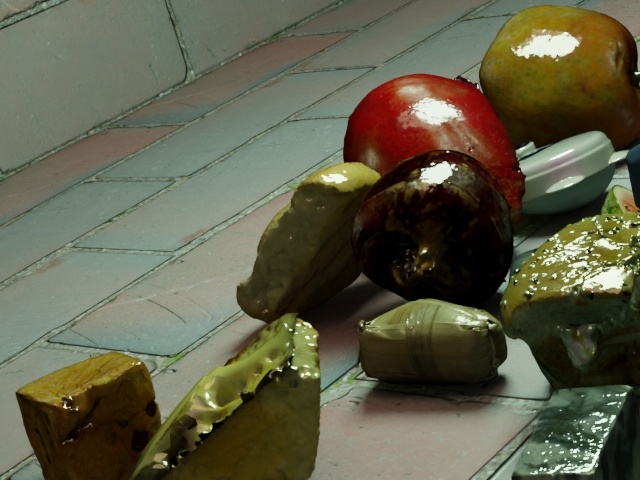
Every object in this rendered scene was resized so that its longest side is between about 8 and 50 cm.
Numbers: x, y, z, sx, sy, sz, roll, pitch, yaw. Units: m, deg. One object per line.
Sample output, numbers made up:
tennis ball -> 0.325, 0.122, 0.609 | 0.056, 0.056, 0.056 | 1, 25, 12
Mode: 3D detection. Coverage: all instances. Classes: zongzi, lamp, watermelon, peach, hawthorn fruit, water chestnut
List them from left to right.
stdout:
peach -> 0.152, -0.106, 2.214 | 0.201, 0.258, 0.362 | -7, 29, -22
water chestnut -> 0.149, -0.001, 1.989 | 0.223, 0.224, 0.238 | -10, 36, 21
zongzi -> 0.166, 0.116, 1.863 | 0.194, 0.099, 0.197 | 0, 14, 35
lamp -> 0.351, -0.094, 2.251 | 0.179, 0.108, 0.246 | -22, 10, -28
hawthorn fruit -> 0.417, -0.250, 2.422 | 0.300, 0.268, 0.268 | -1, 24, 29
watermelon -> 0.425, -0.022, 2.091 | 0.069, 0.087, 0.163 | -50, 3, 24

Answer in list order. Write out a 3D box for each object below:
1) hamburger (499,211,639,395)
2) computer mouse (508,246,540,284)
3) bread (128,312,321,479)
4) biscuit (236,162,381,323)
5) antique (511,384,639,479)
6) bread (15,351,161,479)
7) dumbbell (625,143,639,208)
hamburger -> 0.316, 0.078, 1.706 | 0.192, 0.168, 0.288 | -7, 22, 22
computer mouse -> 0.310, 0.038, 1.972 | 0.126, 0.071, 0.231 | -7, 21, 27
bread -> -0.086, 0.215, 1.697 | 0.262, 0.163, 0.204 | -38, 18, 10
biscuit -> -0.001, -0.001, 2.119 | 0.091, 0.274, 0.213 | 43, 25, 25
antique -> 0.258, 0.226, 1.469 | 0.088, 0.086, 0.183 | -7, 22, 29
bread -> -0.284, 0.228, 1.844 | 0.143, 0.149, 0.158 | -22, 19, -23
dumbbell -> 0.577, -0.139, 2.102 | 0.144, 0.160, 0.325 | 4, 29, 46
